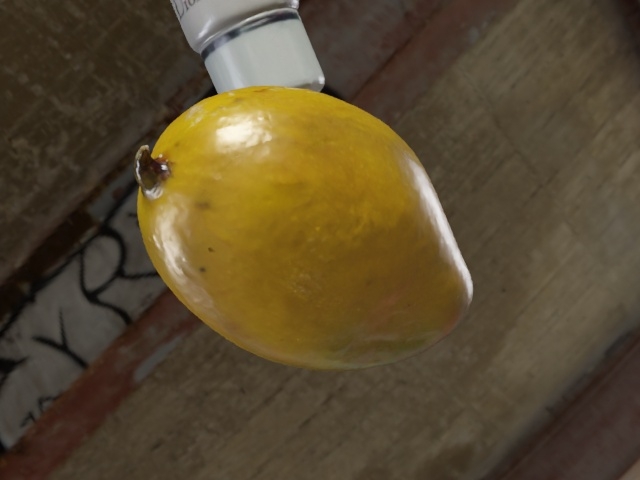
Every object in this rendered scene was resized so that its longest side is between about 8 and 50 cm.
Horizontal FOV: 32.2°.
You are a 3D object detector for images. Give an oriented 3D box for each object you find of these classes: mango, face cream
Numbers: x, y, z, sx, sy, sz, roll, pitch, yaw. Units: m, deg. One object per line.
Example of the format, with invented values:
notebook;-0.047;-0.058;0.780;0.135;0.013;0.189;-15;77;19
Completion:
mango;0.000;0.000;0.747;0.317;0.119;0.176;34;-92;-42
face cream;-0.090;-0.245;0.853;0.089;0.314;0.143;-20;-4;-40
